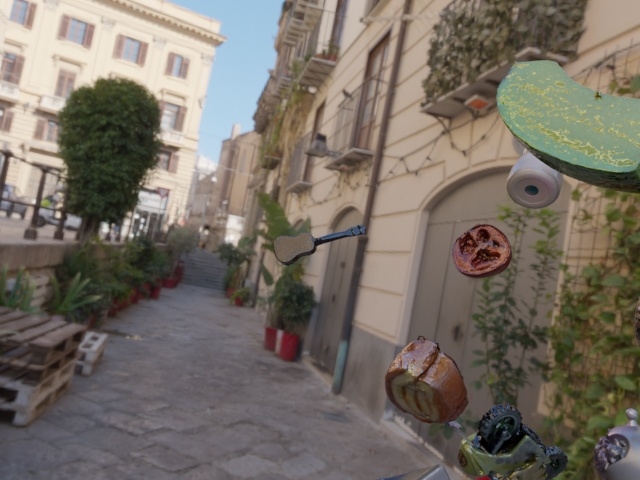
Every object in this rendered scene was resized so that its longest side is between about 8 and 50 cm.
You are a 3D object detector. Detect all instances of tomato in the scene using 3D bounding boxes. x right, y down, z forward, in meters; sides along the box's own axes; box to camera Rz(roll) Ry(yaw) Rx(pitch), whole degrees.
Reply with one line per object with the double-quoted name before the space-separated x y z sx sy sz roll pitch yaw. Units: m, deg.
"tomato" 0.624 0.051 2.054 0.228 0.228 0.101 8 -21 37

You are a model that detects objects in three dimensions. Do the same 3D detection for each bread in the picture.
"bread" 0.268 0.368 1.409 0.190 0.123 0.244 4 -50 36

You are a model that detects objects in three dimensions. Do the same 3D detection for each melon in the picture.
"melon" 0.525 -0.234 1.071 0.331 0.226 0.343 -24 33 -32

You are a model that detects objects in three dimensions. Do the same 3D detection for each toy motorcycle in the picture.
"toy motorcycle" 0.556 0.630 1.577 0.410 0.237 0.168 40 14 -28

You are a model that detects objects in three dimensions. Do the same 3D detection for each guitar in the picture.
"guitar" 0.001 -0.001 1.538 0.271 0.084 0.038 -16 -19 1

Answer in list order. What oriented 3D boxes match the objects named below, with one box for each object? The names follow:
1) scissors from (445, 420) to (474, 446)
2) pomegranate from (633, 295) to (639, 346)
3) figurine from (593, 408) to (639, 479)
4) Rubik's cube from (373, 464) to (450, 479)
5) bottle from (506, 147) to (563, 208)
"scissors" 0.366 0.510 1.453 0.100 0.015 0.189 28 0 -13
"pomegranate" 1.021 0.227 1.491 0.322 0.322 0.322 10 -3 1
"figurine" 0.545 0.462 1.003 0.133 0.274 0.194 36 19 12
"Rubik's cube" 0.142 0.755 1.203 0.347 0.344 0.346 -14 -19 -38
"bottle" 0.652 -0.219 1.606 0.147 0.236 0.147 20 -39 17
